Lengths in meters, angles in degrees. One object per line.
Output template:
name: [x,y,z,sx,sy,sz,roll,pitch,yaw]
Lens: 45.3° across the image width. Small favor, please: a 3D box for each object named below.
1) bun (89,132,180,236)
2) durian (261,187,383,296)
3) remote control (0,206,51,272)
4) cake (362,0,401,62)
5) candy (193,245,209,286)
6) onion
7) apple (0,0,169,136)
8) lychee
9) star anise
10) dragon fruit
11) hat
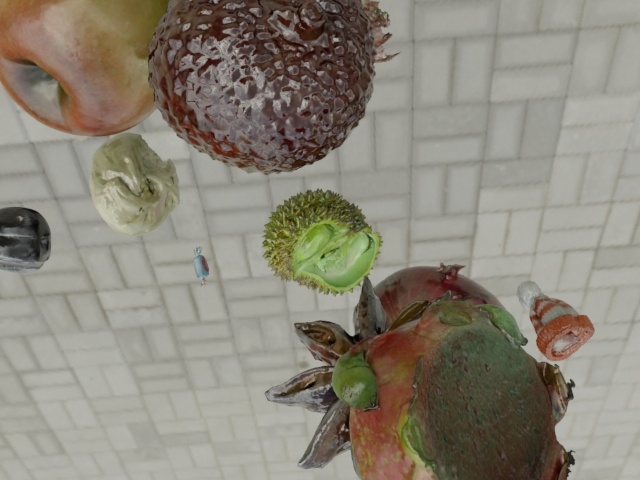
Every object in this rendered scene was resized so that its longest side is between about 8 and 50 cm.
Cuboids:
bun: [-0.400,-0.128,1.693,0.116,0.237,0.210,-13,170,38]
durian: [-0.003,-0.001,1.510,0.237,0.176,0.200,10,118,-36]
remote control: [-0.386,0.002,0.961,0.090,0.066,0.266,17,168,-21]
cake: [0.025,-0.300,1.091,0.135,0.287,0.098,-34,115,-25]
candy: [-0.241,0.051,1.557,0.030,0.083,0.020,-27,159,36]
onion: [0.238,0.213,1.604,0.354,0.353,0.353,-2,137,-2]
apple: [-0.414,-0.367,1.372,0.339,0.305,0.338,18,144,14]
lychee: [-0.065,-0.200,0.893,0.261,0.260,0.260,-2,137,-2]
star anise: [0.082,0.198,1.084,0.332,0.331,0.117,-12,139,8]
dragon fruit: [0.141,0.195,0.790,0.130,0.295,0.268,-27,108,45]
hat: [0.441,0.143,1.485,0.094,0.162,0.112,24,117,-35]
